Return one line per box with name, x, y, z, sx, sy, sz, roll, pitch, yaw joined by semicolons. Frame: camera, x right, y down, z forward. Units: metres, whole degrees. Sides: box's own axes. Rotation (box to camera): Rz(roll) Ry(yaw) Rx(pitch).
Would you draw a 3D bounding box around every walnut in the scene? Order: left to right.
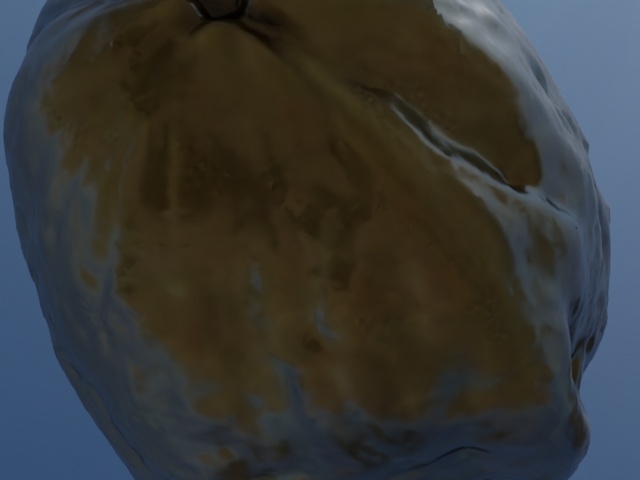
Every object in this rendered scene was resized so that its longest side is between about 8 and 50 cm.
walnut;0.000;0.000;0.555;0.283;0.283;0.227;40;-109;3
